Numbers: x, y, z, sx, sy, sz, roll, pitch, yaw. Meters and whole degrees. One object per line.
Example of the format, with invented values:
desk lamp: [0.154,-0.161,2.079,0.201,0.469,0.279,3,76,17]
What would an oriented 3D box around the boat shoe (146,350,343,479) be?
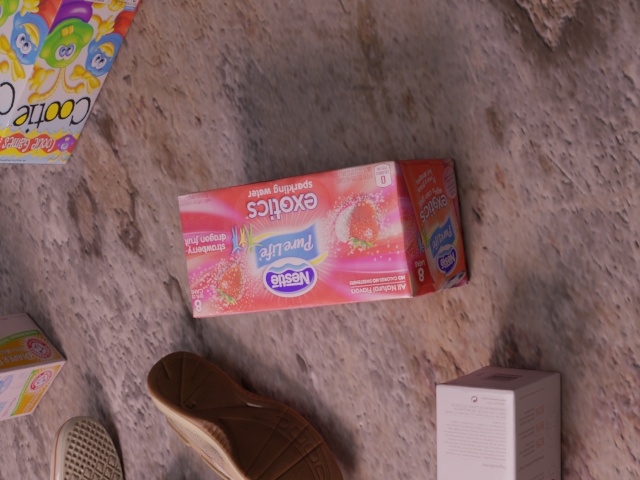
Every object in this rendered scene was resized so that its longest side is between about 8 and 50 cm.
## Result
boat shoe: [-0.091,0.252,1.565,0.302,0.109,0.098,32,149,26]

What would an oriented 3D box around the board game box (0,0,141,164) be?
board game box: [-0.376,-0.252,1.675,0.144,0.142,0.275,38,112,25]

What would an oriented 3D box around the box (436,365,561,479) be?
box: [0.192,0.230,1.353,0.091,0.130,0.170,2,94,32]

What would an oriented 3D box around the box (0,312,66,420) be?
box: [-0.468,0.181,1.730,0.103,0.203,0.114,45,113,21]

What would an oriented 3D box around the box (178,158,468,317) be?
box: [0.000,0.000,1.452,0.300,0.142,0.154,-6,91,33]

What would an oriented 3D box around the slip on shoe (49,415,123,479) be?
slip on shoe: [-0.335,0.399,1.718,0.101,0.123,0.331,7,102,36]
